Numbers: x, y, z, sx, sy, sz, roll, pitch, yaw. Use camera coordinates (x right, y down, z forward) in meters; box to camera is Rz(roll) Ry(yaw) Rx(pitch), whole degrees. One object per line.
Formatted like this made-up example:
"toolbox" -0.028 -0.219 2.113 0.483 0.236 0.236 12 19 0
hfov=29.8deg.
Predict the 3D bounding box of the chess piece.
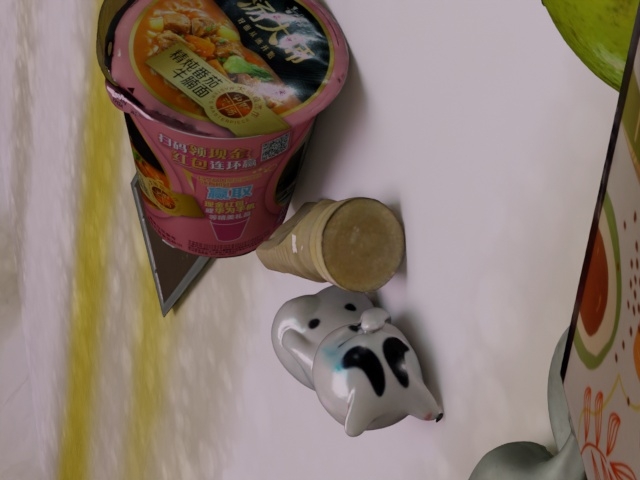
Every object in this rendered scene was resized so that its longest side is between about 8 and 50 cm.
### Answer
"chess piece" 0.000 0.000 1.207 0.200 0.090 0.090 -174 78 -66

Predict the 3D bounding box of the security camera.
"security camera" 0.179 0.182 0.886 0.157 0.080 0.301 59 144 42

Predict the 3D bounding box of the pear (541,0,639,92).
"pear" 0.230 -0.147 0.626 0.239 0.139 0.288 50 141 33

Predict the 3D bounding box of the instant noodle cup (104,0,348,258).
"instant noodle cup" -0.104 -0.115 1.265 0.255 0.244 0.244 101 151 -52

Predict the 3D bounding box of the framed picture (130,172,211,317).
"framed picture" -0.209 -0.043 1.733 0.296 0.019 0.232 -45 57 59

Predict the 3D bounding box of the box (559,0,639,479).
"box" 0.219 0.110 0.509 0.344 0.122 0.385 87 177 -50

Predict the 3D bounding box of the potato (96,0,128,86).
"potato" -0.197 -0.262 1.485 0.174 0.159 0.251 49 137 12

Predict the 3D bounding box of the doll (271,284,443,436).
"doll" 0.028 0.111 1.151 0.181 0.110 0.106 35 136 59
